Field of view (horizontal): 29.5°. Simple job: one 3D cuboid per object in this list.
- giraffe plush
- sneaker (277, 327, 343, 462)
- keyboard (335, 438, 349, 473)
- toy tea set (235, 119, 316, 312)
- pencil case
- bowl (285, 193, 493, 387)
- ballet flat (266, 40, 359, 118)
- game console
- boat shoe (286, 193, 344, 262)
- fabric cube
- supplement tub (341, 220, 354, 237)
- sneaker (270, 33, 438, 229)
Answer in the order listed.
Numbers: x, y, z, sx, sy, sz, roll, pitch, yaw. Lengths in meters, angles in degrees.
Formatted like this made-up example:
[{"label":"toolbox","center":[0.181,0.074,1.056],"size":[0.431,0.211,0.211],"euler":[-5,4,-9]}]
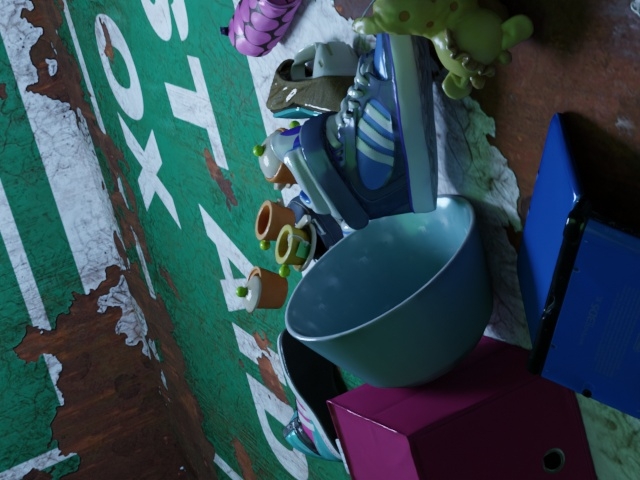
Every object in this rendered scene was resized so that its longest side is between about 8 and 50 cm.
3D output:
[{"label":"giraffe plush","center":[0.160,-0.273,1.442],"size":[0.170,0.210,0.181],"euler":[39,154,-8]},{"label":"sneaker","center":[-0.023,0.325,2.487],"size":[0.295,0.123,0.178],"euler":[63,149,7]},{"label":"keyboard","center":[0.093,0.406,2.262],"size":[0.072,0.014,0.256],"euler":[65,156,-4]},{"label":"toy tea set","center":[-0.089,-0.044,2.100],"size":[0.200,0.124,0.336],"euler":[-19,62,63]},{"label":"pencil case","center":[-0.095,-0.383,2.007],"size":[0.209,0.095,0.098],"euler":[142,120,-66]},{"label":"bowl","center":[0.120,0.092,1.733],"size":[0.163,0.311,0.311],"euler":[55,164,-22]},{"label":"ballet flat","center":[0.007,-0.248,1.900],"size":[0.342,0.116,0.124],"euler":[-162,72,-67]},{"label":"game console","center":[0.343,0.035,1.463],"size":[0.250,0.173,0.293],"euler":[23,142,17]},{"label":"boat shoe","center":[0.000,0.000,2.159],"size":[0.254,0.079,0.095],"euler":[48,151,41]},{"label":"fabric cube","center":[0.204,0.310,1.740],"size":[0.259,0.258,0.254],"euler":[12,121,64]},{"label":"supplement tub","center":[0.079,0.011,1.997],"size":[0.071,0.071,0.107],"euler":[16,126,63]},{"label":"sneaker","center":[0.035,-0.168,1.685],"size":[0.130,0.236,0.323],"euler":[-71,-24,-53]}]
